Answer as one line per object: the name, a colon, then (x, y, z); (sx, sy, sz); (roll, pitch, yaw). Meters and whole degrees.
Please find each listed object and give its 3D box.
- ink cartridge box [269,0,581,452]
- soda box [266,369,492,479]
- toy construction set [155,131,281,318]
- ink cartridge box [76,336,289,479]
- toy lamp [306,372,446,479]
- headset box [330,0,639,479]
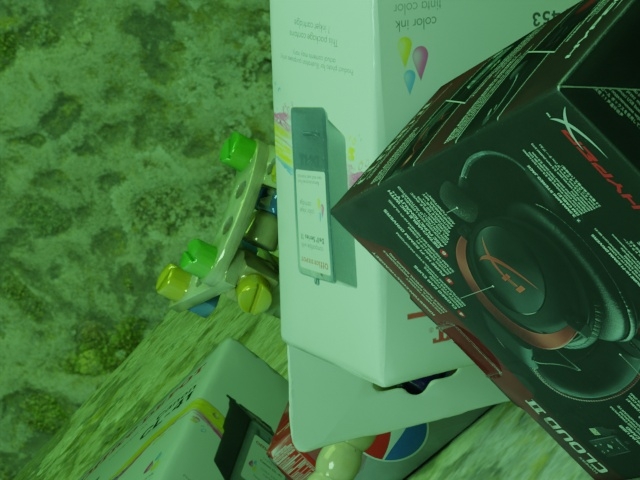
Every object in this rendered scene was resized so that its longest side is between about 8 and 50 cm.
ink cartridge box: (0.086, -0.041, 1.179); (0.207, 0.353, 0.119); (-11, 17, -31)
soda box: (0.081, 0.086, 1.400); (0.263, 0.083, 0.092); (-42, 9, 25)
toy construction set: (0.000, 0.000, 1.580); (0.328, 0.151, 0.215); (25, 87, 53)
ink cartridge box: (-0.129, 0.243, 1.552); (0.226, 0.131, 0.306); (-43, 10, 23)
toy lamp: (0.009, 0.152, 1.286); (0.274, 0.080, 0.080); (-62, 11, -10)
headset box: (0.150, 0.003, 0.975); (0.110, 0.218, 0.293); (-48, 8, -23)
